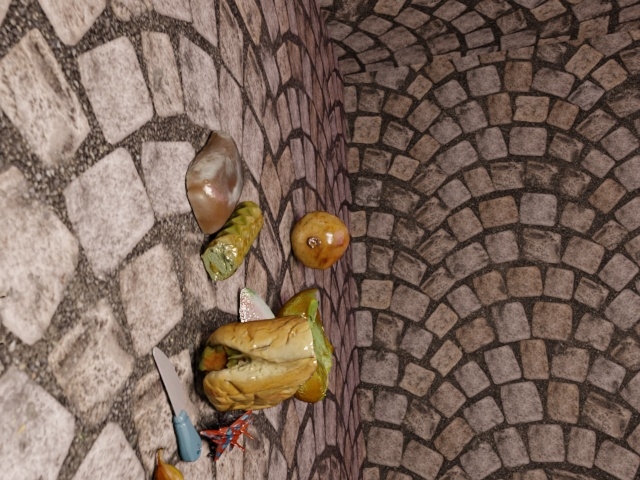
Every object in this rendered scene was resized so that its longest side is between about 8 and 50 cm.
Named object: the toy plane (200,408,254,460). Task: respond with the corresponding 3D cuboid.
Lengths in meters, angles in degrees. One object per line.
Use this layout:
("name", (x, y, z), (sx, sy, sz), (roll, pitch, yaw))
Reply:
("toy plane", (-0.204, 0.397, 1.075), (0.130, 0.061, 0.189), (-53, 145, -7))

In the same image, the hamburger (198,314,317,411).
("hamburger", (-0.155, 0.258, 1.090), (0.330, 0.209, 0.162), (131, -44, -54))

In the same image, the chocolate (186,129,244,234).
("chocolate", (-0.222, -0.142, 1.196), (0.254, 0.080, 0.156), (-80, 160, -52))

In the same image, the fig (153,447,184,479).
("fig", (-0.262, 0.395, 0.882), (0.083, 0.050, 0.050), (67, 8, 14))

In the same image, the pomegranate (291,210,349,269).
("pomegranate", (0.000, 0.000, 1.861), (0.215, 0.215, 0.215), (-5, 90, -78))

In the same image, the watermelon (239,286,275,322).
("watermelon", (-0.171, 0.206, 1.336), (0.094, 0.081, 0.180), (-23, 92, -61))

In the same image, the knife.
("knife", (-0.265, 0.299, 0.958), (0.058, 0.032, 0.244), (-53, 132, -70))

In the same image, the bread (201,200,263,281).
("bread", (-0.199, -0.011, 1.231), (0.269, 0.087, 0.098), (-72, 153, -60))

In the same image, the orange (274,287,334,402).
("orange", (-0.056, 0.300, 1.524), (0.262, 0.196, 0.334), (93, 5, -51))
